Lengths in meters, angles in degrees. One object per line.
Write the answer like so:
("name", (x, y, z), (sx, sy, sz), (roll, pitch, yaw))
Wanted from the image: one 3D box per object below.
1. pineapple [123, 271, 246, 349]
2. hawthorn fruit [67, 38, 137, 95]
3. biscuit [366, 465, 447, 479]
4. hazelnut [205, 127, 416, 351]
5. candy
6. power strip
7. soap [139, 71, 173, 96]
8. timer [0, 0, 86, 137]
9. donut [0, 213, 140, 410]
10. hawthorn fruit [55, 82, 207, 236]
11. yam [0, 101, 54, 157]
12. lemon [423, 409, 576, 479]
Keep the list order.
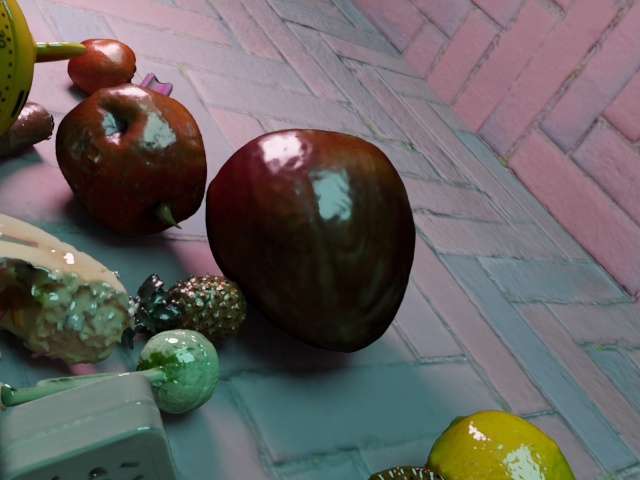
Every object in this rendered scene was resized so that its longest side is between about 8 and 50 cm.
("pineapple", (-0.242, 0.108, 1.265), (0.251, 0.125, 0.125), (5, 40, -37))
("hawthorn fruit", (-0.462, -0.368, 1.731), (0.138, 0.133, 0.133), (11, 35, -19))
("biscuit", (0.123, 0.411, 1.157), (0.188, 0.027, 0.187), (-5, 55, 7))
("hazelnut", (0.000, 0.000, 1.431), (0.421, 0.353, 0.421), (62, 0, 0))
("candy", (-0.245, 0.175, 1.019), (0.119, 0.119, 0.440), (43, 8, 15))
("power strip", (-0.289, 0.256, 0.874), (0.261, 0.229, 0.141), (-17, 46, -14))
("soap", (-0.367, -0.248, 1.656), (0.065, 0.122, 0.203), (29, 27, -13))
("timer", (-0.591, -0.276, 1.254), (0.376, 0.376, 0.387), (37, 11, 4))
("donut", (-0.428, 0.086, 1.007), (0.307, 0.150, 0.371), (34, 19, 7))
("hawthorn fruit", (-0.323, -0.136, 1.417), (0.258, 0.258, 0.261), (-27, 102, -59))
("yam", (-0.536, -0.195, 1.434), (0.084, 0.084, 0.127), (37, 27, 4))
("lemon", (0.280, 0.394, 1.258), (0.233, 0.233, 0.288), (7, 48, -42))
